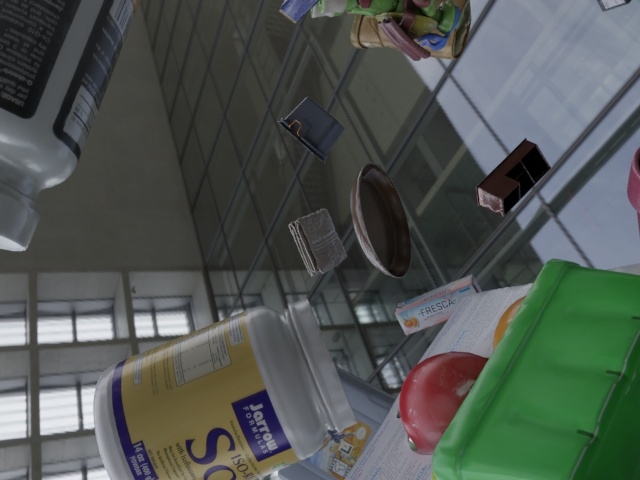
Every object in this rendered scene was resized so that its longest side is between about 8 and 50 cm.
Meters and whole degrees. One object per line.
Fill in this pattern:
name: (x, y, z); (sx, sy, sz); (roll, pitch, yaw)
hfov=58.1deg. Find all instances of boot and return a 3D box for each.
boot: (0.212, -0.528, 1.289); (0.270, 0.236, 0.089); (18, -168, 37)

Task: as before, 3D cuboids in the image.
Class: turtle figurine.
turtle figurine: (0.122, -0.463, 0.994); (0.266, 0.274, 0.197); (-3, -130, -10)

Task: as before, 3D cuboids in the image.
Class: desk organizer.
desk organizer: (0.314, -0.102, 0.933); (0.130, 0.047, 0.050); (-43, -129, -15)

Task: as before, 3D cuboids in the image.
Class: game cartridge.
game cartridge: (0.025, 0.452, 1.333); (0.198, 0.297, 0.062); (24, -178, 11)

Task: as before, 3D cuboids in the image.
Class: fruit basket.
fruit basket: (0.181, 0.163, 0.557); (0.165, 0.353, 0.327); (43, -116, -6)

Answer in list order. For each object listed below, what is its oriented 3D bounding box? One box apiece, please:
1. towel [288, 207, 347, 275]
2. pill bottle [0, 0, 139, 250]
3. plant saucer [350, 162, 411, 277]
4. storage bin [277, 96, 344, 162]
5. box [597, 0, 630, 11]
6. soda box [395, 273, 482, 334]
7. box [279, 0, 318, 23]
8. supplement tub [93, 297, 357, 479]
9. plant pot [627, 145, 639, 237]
towel: (0.000, 0.000, 1.833); (0.187, 0.049, 0.282); (68, -157, -4)
pill bottle: (-0.272, -0.142, 0.496); (0.162, 0.162, 0.278); (18, -105, -13)
plant saucer: (0.155, -0.049, 1.508); (0.310, 0.050, 0.310); (37, -134, -51)
storage bin: (-0.018, -0.258, 1.301); (0.135, 0.091, 0.098); (44, -171, 28)
box: (0.584, -0.644, 1.170); (0.270, 0.060, 0.216); (47, -112, -23)
soda box: (0.257, 0.139, 1.245); (0.058, 0.183, 0.063); (62, -159, -7)
box: (0.017, -0.361, 0.726); (0.036, 0.136, 0.225); (34, 178, -16)
supplement tub: (-0.135, 0.242, 0.869); (0.331, 0.241, 0.241); (-22, -124, -3)
plant pot: (0.520, -0.027, 0.776); (0.201, 0.180, 0.201); (-9, -144, 7)
